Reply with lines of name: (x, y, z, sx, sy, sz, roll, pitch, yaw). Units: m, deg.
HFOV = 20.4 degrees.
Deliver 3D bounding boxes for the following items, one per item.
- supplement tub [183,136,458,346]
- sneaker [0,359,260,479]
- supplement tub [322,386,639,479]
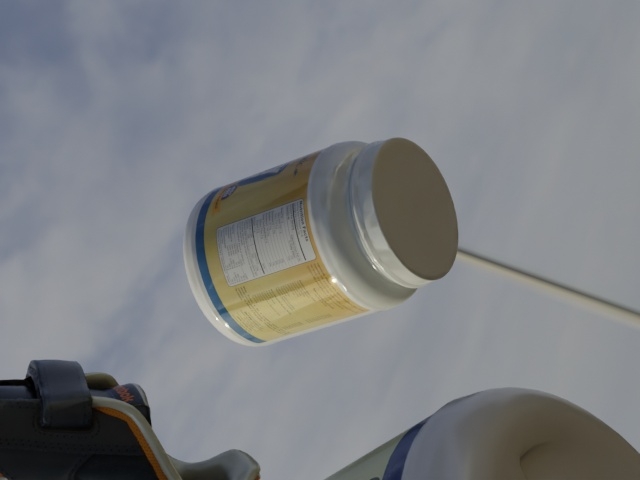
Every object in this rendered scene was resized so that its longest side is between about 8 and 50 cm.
supplement tub: (0.000, 0.000, 1.495, 0.144, 0.200, 0.144, 29, -127, -45)
sneaker: (-0.186, 0.126, 1.099, 0.127, 0.321, 0.126, -62, 22, 4)
supplement tub: (0.029, 0.243, 0.921, 0.325, 0.235, 0.235, -35, 0, 31)
